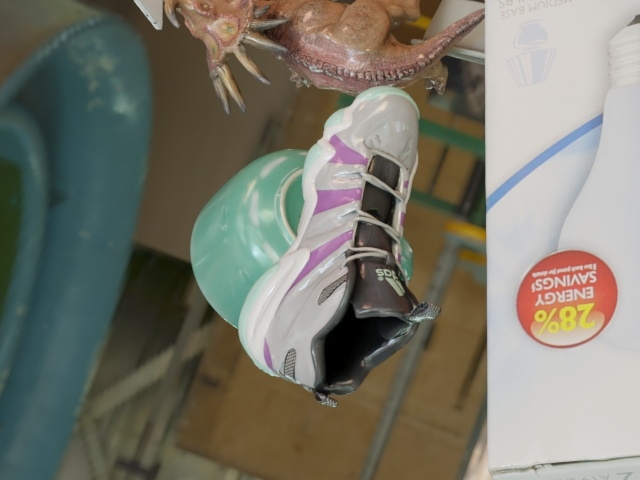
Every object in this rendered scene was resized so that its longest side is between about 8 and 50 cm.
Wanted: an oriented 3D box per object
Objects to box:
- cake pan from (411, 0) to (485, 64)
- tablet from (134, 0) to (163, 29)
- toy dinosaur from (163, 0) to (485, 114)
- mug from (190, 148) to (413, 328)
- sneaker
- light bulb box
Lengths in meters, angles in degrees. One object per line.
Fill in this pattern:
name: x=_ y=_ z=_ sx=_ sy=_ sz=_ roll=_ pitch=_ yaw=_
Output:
cake pan: x=0.237 y=-0.184 z=1.580 sx=0.293 sy=0.054 sz=0.293 roll=13 pitch=-173 yaw=-2
tablet: x=-0.089 y=-0.155 z=0.816 sx=0.006 sy=0.083 sz=0.054 roll=-5 pitch=159 yaw=14
toy dinosaur: x=0.005 y=-0.179 z=1.483 sx=0.296 sy=0.127 sz=0.200 roll=10 pitch=-161 yaw=27
mug: x=-0.007 y=-0.006 z=1.182 sx=0.129 sy=0.158 sz=0.097 roll=60 pitch=145 yaw=7
sneaker: x=0.017 y=0.004 z=0.485 sx=0.038 sy=0.098 sz=0.069 roll=19 pitch=-174 yaw=-33
light bulb box: x=0.307 y=0.001 z=1.068 sx=0.358 sy=0.361 sz=0.225 roll=-11 pitch=151 yaw=24
